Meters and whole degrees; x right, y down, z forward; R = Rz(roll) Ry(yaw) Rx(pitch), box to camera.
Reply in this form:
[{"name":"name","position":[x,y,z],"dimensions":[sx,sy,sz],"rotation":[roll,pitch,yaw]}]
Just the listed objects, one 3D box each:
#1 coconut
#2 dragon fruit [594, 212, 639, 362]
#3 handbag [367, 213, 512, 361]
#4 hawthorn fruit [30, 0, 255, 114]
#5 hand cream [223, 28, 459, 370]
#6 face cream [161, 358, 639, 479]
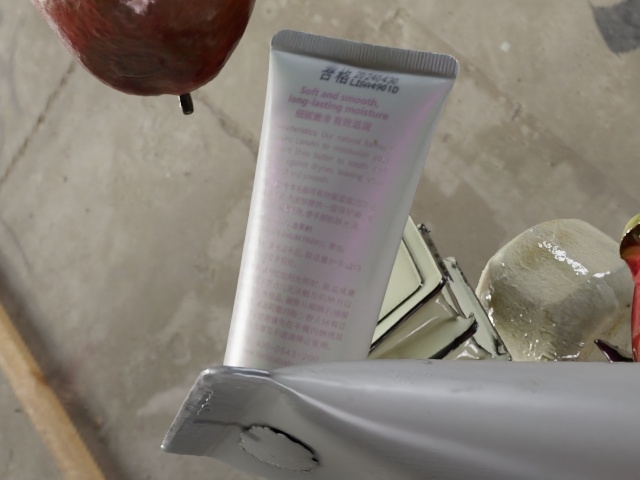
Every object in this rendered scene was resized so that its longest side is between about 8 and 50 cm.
[{"name":"coconut","position":[0.331,0.097,1.551],"dimensions":[0.247,0.245,0.245],"rotation":[41,106,46]},{"name":"dragon fruit","position":[0.420,0.069,1.099],"dimensions":[0.290,0.189,0.290],"rotation":[-38,31,27]},{"name":"handbag","position":[0.078,0.110,1.399],"dimensions":[0.237,0.160,0.358],"rotation":[-37,18,8]},{"name":"hawthorn fruit","position":[-0.148,-0.225,0.939],"dimensions":[0.224,0.224,0.261],"rotation":[31,141,35]},{"name":"hand cream","position":[0.000,0.000,0.980],"dimensions":[0.185,0.118,0.358],"rotation":[15,94,29]},{"name":"face cream","position":[0.098,0.090,0.454],"dimensions":[0.143,0.314,0.089],"rotation":[127,147,-65]}]
